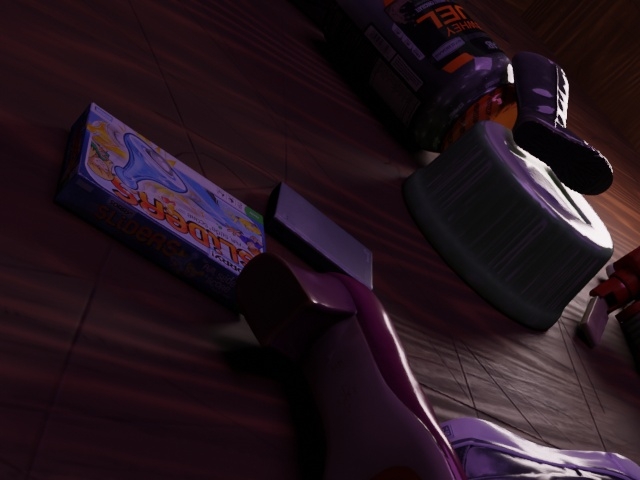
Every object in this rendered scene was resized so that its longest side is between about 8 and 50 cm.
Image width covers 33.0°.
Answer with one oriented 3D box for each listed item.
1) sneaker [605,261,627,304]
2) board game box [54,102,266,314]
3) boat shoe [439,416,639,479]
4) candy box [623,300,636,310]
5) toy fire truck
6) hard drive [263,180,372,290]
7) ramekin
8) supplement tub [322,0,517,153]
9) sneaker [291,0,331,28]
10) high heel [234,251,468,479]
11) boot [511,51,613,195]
[{"bbox_3d":[0.671,0.094,2.017,0.282,0.161,0.102,35,24,-19],"label":"sneaker"},{"bbox_3d":[-0.136,-0.028,0.968,0.201,0.035,0.136,34,23,-25],"label":"board game box"},{"bbox_3d":[0.217,0.249,0.990,0.301,0.108,0.102,25,28,-34],"label":"boat shoe"},{"bbox_3d":[0.698,0.156,1.906,0.316,0.183,0.087,38,-17,-12],"label":"candy box"},{"bbox_3d":[0.514,0.132,1.720,0.217,0.246,0.158,59,-14,9],"label":"toy fire truck"},{"bbox_3d":[0.000,0.000,1.178,0.135,0.022,0.094,38,22,-15],"label":"hard drive"},{"bbox_3d":[0.279,-0.033,1.563,0.303,0.148,0.303,37,22,-18],"label":"ramekin"},{"bbox_3d":[0.176,-0.291,1.781,0.338,0.207,0.207,51,22,19],"label":"supplement tub"},{"bbox_3d":[-0.013,-0.473,1.894,0.227,0.130,0.087,39,20,-6],"label":"sneaker"},{"bbox_3d":[0.066,0.168,0.861,0.181,0.127,0.377,30,29,-51],"label":"high heel"},{"bbox_3d":[0.361,-0.180,1.634,0.190,0.076,0.208,38,30,-15],"label":"boot"}]
